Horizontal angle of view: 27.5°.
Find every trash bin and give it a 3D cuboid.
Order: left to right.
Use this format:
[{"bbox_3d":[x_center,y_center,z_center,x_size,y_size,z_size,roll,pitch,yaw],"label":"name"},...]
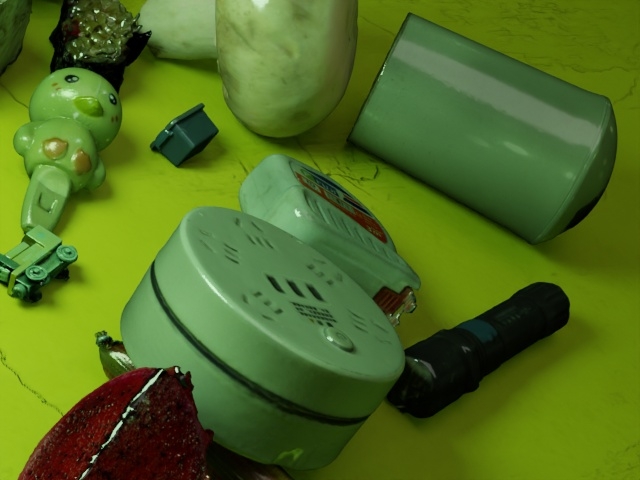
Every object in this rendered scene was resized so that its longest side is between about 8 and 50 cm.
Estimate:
[{"bbox_3d":[0.288,-0.183,2.218,0.432,0.280,0.280,26,37,-2],"label":"trash bin"}]

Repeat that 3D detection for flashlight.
[{"bbox_3d":[0.245,0.151,1.954,0.103,0.103,0.424,45,36,18],"label":"flashlight"}]

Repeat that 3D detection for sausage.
[{"bbox_3d":[-0.144,0.235,1.589,0.371,0.082,0.082,42,37,14],"label":"sausage"}]

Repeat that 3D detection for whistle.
[{"bbox_3d":[-0.350,-0.138,1.819,0.141,0.141,0.294,19,39,-17],"label":"whistle"}]

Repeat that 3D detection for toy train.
[{"bbox_3d":[-0.367,0.030,1.684,0.081,0.050,0.122,34,37,10],"label":"toy train"}]

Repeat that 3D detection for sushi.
[{"bbox_3d":[-0.343,-0.306,2.034,0.147,0.115,0.212,19,37,-16],"label":"sushi"}]

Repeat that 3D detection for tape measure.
[{"bbox_3d":[0.001,0.000,1.895,0.243,0.125,0.246,32,17,-33],"label":"tape measure"}]

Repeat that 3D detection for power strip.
[{"bbox_3d":[-0.075,0.108,1.636,0.358,0.161,0.357,31,19,-12],"label":"power strip"}]

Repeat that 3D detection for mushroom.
[{"bbox_3d":[-0.075,-0.358,2.123,0.353,0.353,0.325,41,65,13],"label":"mushroom"}]

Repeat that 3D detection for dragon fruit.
[{"bbox_3d":[-0.229,0.256,1.434,0.189,0.163,0.261,22,65,28],"label":"dragon fruit"}]

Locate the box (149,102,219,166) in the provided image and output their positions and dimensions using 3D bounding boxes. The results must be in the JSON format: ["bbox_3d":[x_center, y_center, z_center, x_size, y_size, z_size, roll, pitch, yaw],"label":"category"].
[{"bbox_3d":[-0.205,-0.159,2.004,0.054,0.074,0.099,49,38,0],"label":"box"}]

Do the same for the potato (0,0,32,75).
[{"bbox_3d":[-0.555,-0.339,1.849,0.264,0.211,0.189,24,39,-5],"label":"potato"}]
